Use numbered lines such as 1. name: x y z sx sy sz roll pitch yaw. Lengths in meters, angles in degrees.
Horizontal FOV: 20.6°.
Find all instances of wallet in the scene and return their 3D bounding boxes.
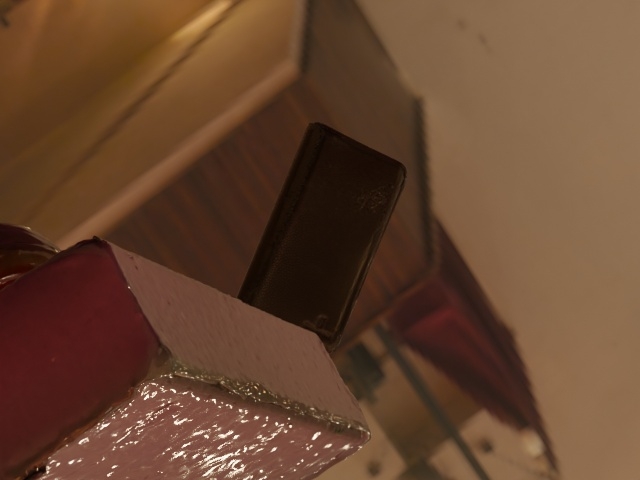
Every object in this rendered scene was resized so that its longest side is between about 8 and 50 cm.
1. wallet: 0.000 0.000 1.632 0.198 0.110 0.031 -68 -163 -11

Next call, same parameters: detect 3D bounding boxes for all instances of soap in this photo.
1. soap: -0.102 0.097 0.849 0.181 0.081 0.259 -35 159 12

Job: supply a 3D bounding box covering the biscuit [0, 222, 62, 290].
1. biscuit: -0.222 0.153 1.094 0.359 0.381 0.074 -43 -139 7
